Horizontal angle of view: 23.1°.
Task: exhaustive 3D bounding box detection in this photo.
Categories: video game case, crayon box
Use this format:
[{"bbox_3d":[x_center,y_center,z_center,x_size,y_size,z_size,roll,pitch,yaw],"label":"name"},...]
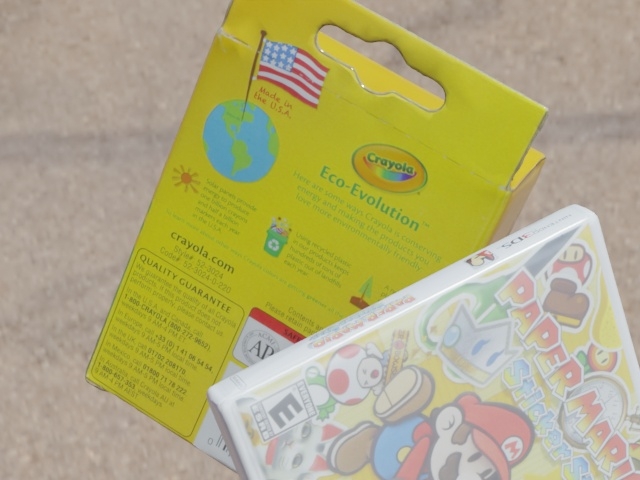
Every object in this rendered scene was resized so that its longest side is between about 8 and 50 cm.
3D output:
[{"bbox_3d":[0.074,0.124,0.775,0.206,0.227,0.026,-26,24,-14],"label":"video game case"},{"bbox_3d":[0.000,0.000,0.967,0.202,0.318,0.081,31,28,12],"label":"crayon box"}]
